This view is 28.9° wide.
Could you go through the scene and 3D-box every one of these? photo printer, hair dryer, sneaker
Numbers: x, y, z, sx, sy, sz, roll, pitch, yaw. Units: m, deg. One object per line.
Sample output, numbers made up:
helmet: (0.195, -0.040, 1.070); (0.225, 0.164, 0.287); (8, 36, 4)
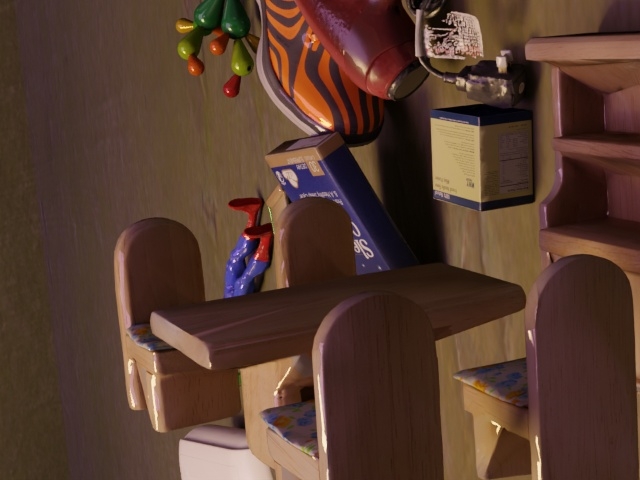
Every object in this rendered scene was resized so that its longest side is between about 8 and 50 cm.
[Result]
photo printer: (-0.097, 0.392, 1.752); (0.307, 0.107, 0.256); (-14, 86, 66)
hair dryer: (0.076, -0.239, 1.134); (0.293, 0.080, 0.224); (10, 107, 38)
sneaker: (0.000, -0.262, 1.278); (0.180, 0.124, 0.321); (117, 137, -55)

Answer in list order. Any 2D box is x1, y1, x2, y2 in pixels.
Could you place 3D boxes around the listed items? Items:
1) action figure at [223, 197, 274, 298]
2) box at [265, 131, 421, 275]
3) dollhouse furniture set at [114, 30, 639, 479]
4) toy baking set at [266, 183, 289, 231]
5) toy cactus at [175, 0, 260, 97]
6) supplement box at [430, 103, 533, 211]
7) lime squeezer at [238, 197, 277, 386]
action figure: (-0.149, 0.076, 1.731); (0.280, 0.139, 0.091); (100, 151, -41)
box: (0.037, -0.006, 1.282); (0.225, 0.036, 0.136); (56, 160, -14)
dollhouse furniture set: (0.086, -0.001, 0.843); (0.362, 0.394, 0.257); (-164, 68, -64)
toy baking set: (-0.001, -0.007, 1.498); (0.256, 0.030, 0.197); (-166, 66, -65)
toy cactus: (-0.125, -0.305, 1.607); (0.180, 0.112, 0.219); (-58, 41, 30)
supplement box: (0.143, -0.075, 1.106); (0.083, 0.056, 0.083); (-158, 62, -63)
lime squeezer: (-0.077, 0.104, 1.626); (0.059, 0.110, 0.310); (160, 132, -82)
